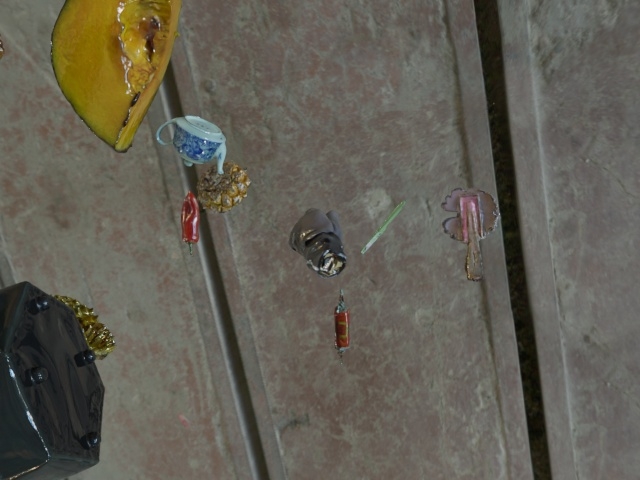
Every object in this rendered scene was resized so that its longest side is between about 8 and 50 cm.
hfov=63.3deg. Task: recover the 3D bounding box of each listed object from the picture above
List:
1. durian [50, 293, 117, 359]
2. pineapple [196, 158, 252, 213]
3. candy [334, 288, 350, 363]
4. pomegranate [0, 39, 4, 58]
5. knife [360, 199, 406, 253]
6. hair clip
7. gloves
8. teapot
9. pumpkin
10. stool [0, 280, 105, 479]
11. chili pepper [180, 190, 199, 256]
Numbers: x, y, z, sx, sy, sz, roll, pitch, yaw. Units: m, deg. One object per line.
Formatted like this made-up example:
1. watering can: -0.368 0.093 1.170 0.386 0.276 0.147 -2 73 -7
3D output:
1. durian: -0.494 0.180 0.969 0.252 0.144 0.139 -13 140 13
2. pineapple: -0.342 -0.193 1.779 0.225 0.076 0.224 -8 61 16
3. candy: 0.079 0.318 1.899 0.059 0.086 0.291 -1 107 4
4. pomegranate: -0.399 -0.196 0.458 0.209 0.209 0.209 5 106 17
5. knife: 0.180 -0.036 1.491 0.207 0.030 0.014 -51 59 21
6. hair clip: 0.455 -0.015 1.566 0.173 0.069 0.300 -4 71 17
7. gloves: -0.002 -0.007 1.198 0.142 0.285 0.119 -25 108 -5
8. teapot: -0.392 -0.297 1.607 0.232 0.159 0.158 25 111 -8
9. pumpkin: -0.320 -0.313 0.829 0.148 0.169 0.312 25 102 -14
10. stool: -0.344 0.170 0.579 0.141 0.232 0.232 -18 99 -6
11. chili pepper: -0.372 -0.049 1.482 0.059 0.050 0.191 -6 86 39
